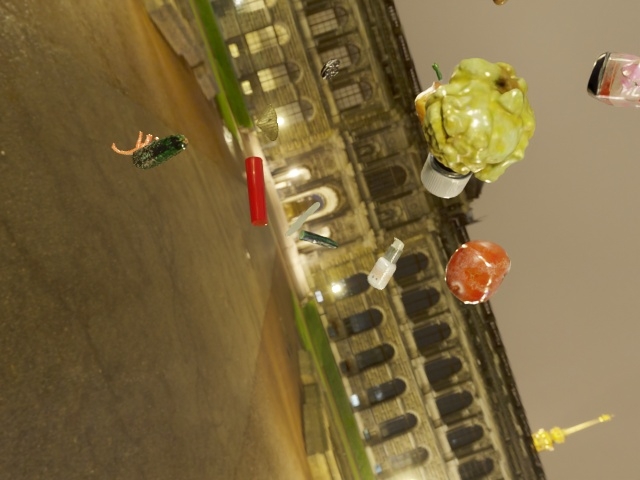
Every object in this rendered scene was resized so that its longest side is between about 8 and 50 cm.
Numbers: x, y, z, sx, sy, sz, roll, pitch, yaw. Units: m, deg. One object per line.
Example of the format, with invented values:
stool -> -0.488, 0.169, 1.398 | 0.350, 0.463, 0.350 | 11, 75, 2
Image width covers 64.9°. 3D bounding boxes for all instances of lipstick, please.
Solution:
lipstick -> -0.247, -0.193, 1.947 | 0.073, 0.073, 0.279 | 79, 4, -70

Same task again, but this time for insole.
insole -> -0.057, -0.066, 1.603 | 0.002, 0.153, 0.053 | 47, 4, 25

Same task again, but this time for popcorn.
popcorn -> 0.326, -0.242, 1.034 | 0.195, 0.256, 0.254 | 31, -51, 55

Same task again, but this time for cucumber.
cucumber -> -0.440, -0.244, 1.377 | 0.294, 0.068, 0.067 | -4, -72, 51
cucumber -> 0.000, 0.000, 1.485 | 0.032, 0.133, 0.032 | -34, -132, 48

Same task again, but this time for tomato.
tomato -> 0.537, 0.100, 1.736 | 0.189, 0.232, 0.232 | 34, -15, 16

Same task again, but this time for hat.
hat -> -0.223, -0.459, 1.975 | 0.146, 0.067, 0.145 | 37, -46, 52

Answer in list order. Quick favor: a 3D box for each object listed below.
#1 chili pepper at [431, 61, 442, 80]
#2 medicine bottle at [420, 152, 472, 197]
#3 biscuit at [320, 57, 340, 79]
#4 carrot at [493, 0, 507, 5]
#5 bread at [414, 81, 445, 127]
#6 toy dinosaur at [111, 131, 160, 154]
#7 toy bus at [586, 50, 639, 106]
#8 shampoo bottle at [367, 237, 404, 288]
chili pepper -> 0.511, -0.734, 2.192 | 0.091, 0.030, 0.034 | 55, -7, -34
medicine bottle -> 0.485, -0.333, 1.741 | 0.395, 0.243, 0.242 | 99, -26, -58
biscuit -> 0.036, -0.534, 1.563 | 0.027, 0.089, 0.087 | 52, -39, 4
carrot -> 0.682, -0.910, 1.665 | 0.342, 0.070, 0.070 | 138, -67, -69
bread -> 0.496, -0.517, 2.086 | 0.268, 0.146, 0.268 | 37, 44, -45
toy dinosaur -> -0.705, -0.377, 1.995 | 0.055, 0.280, 0.101 | 21, 84, -67
toy bus -> 0.865, -0.457, 1.442 | 0.303, 0.147, 0.127 | -15, 118, -57
shampoo bottle -> 0.245, 0.084, 1.835 | 0.074, 0.191, 0.074 | 29, 10, -6
